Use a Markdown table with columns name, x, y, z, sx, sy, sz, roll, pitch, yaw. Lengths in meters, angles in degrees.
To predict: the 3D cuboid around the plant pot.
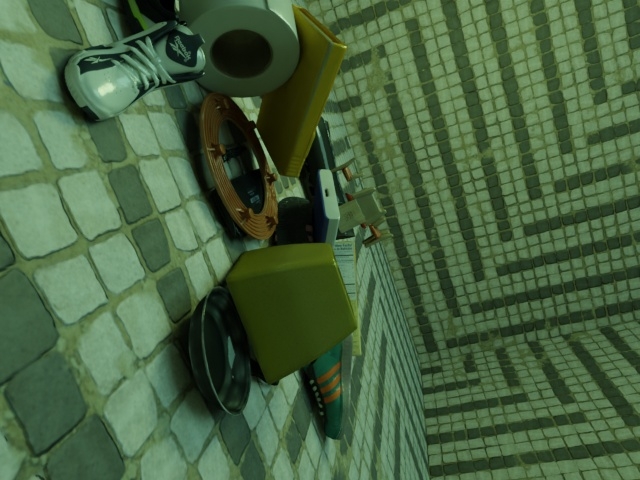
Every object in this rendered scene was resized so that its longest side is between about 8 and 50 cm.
| name | x | y | z | sx | sy | sz | roll | pitch | yaw |
| --- | --- | --- | --- | --- | --- | --- | --- | --- | --- |
| plant pot | -0.042 | 0.111 | 0.836 | 0.212 | 0.187 | 0.212 | -98 | 168 | -78 |

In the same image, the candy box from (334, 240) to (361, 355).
| name | x | y | z | sx | sy | sz | roll | pitch | yaw |
| --- | --- | --- | --- | --- | --- | --- | --- | --- | --- |
| candy box | 0.064 | 0.172 | 1.259 | 0.183 | 0.087 | 0.317 | 89 | -2 | -80 |

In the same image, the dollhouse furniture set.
| name | x | y | z | sx | sy | sz | roll | pitch | yaw |
| --- | --- | --- | --- | --- | --- | --- | --- | --- | --- |
| dollhouse furniture set | 0.100 | -0.099 | 1.265 | 0.262 | 0.135 | 0.259 | 64 | 4 | -7 |

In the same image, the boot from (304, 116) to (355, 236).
| name | x | y | z | sx | sy | sz | roll | pitch | yaw |
| --- | --- | --- | --- | --- | --- | --- | --- | --- | --- |
| boot | 0.012 | -0.220 | 1.490 | 0.367 | 0.146 | 0.446 | -28 | 109 | -88 |

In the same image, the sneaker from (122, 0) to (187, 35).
| name | x | y | z | sx | sy | sz | roll | pitch | yaw |
| --- | --- | --- | --- | --- | --- | --- | --- | --- | --- |
| sneaker | -0.290 | -0.437 | 0.735 | 0.235 | 0.097 | 0.084 | 68 | 14 | 4 |

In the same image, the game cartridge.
| name | x | y | z | sx | sy | sz | roll | pitch | yaw |
| --- | --- | --- | --- | --- | --- | --- | --- | --- | --- |
| game cartridge | -0.063 | -0.346 | 1.008 | 0.285 | 0.052 | 0.324 | 63 | -39 | 43 |

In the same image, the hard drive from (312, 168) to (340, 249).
| name | x | y | z | sx | sy | sz | roll | pitch | yaw |
| --- | --- | --- | --- | --- | --- | --- | --- | --- | --- |
| hard drive | 0.000 | 0.000 | 1.160 | 0.210 | 0.040 | 0.319 | -98 | -168 | -48 |

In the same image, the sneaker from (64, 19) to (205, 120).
| name | x | y | z | sx | sy | sz | roll | pitch | yaw |
| --- | --- | --- | --- | --- | --- | --- | --- | --- | --- |
| sneaker | -0.246 | -0.258 | 0.618 | 0.235 | 0.153 | 0.094 | -78 | 147 | -61 |

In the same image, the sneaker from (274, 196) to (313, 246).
| name | x | y | z | sx | sy | sz | roll | pitch | yaw |
| --- | --- | --- | --- | --- | --- | --- | --- | --- | --- |
| sneaker | -0.072 | 0.010 | 1.135 | 0.319 | 0.112 | 0.131 | -92 | -176 | -49 |

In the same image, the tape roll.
| name | x | y | z | sx | sy | sz | roll | pitch | yaw |
| --- | --- | --- | --- | --- | --- | --- | --- | --- | --- |
| tape roll | -0.175 | -0.454 | 0.916 | 0.246 | 0.246 | 0.169 | 44 | 32 | -62 |

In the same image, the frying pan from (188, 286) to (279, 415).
| name | x | y | z | sx | sy | sz | roll | pitch | yaw |
| --- | --- | --- | --- | --- | --- | --- | --- | --- | --- |
| frying pan | -0.145 | 0.180 | 0.733 | 0.326 | 0.053 | 0.197 | 51 | 26 | -79 |

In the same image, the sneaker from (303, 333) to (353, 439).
| name | x | y | z | sx | sy | sz | roll | pitch | yaw |
| --- | --- | --- | --- | --- | --- | --- | --- | --- | --- |
| sneaker | 0.011 | 0.342 | 1.069 | 0.108 | 0.121 | 0.302 | 175 | -82 | -83 |

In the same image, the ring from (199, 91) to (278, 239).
| name | x | y | z | sx | sy | sz | roll | pitch | yaw |
| --- | --- | --- | --- | --- | --- | --- | --- | --- | --- |
| ring | -0.163 | -0.166 | 0.954 | 0.336 | 0.032 | 0.337 | -15 | 90 | -76 |

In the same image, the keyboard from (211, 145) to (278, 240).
| name | x | y | z | sx | sy | sz | roll | pitch | yaw |
| --- | --- | --- | --- | --- | --- | --- | --- | --- | --- |
| keyboard | -0.177 | -0.130 | 0.987 | 0.317 | 0.033 | 0.202 | -60 | 133 | -71 |
